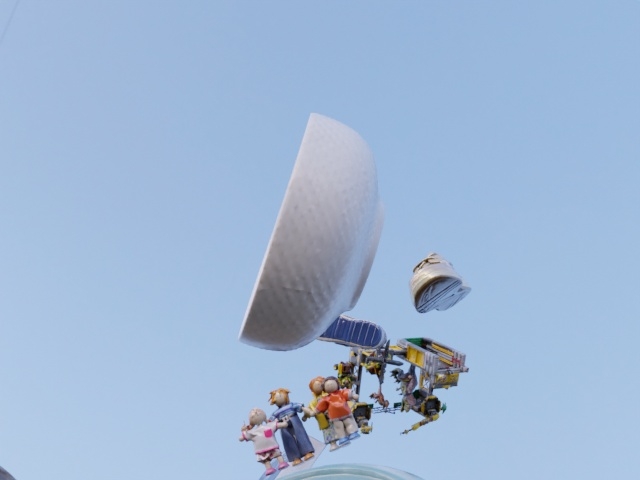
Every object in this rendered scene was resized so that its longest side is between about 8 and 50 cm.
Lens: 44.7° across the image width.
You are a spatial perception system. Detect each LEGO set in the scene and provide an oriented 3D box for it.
[{"bbox_3d":[0.214,0.362,1.910,0.331,0.192,0.255,10,-86,-30],"label":"LEGO set"}]

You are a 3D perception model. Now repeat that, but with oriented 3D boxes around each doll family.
[{"bbox_3d":[-0.037,0.375,1.627,0.263,0.163,0.118,-23,-21,3],"label":"doll family"}]

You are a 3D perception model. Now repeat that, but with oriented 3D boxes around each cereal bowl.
[{"bbox_3d":[0.000,0.000,1.086,0.141,0.339,0.339,17,-49,-4],"label":"cereal bowl"}]

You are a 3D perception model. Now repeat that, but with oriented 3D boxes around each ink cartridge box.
[{"bbox_3d":[-0.101,0.594,1.930,0.065,0.332,0.165,47,-50,1],"label":"ink cartridge box"}]

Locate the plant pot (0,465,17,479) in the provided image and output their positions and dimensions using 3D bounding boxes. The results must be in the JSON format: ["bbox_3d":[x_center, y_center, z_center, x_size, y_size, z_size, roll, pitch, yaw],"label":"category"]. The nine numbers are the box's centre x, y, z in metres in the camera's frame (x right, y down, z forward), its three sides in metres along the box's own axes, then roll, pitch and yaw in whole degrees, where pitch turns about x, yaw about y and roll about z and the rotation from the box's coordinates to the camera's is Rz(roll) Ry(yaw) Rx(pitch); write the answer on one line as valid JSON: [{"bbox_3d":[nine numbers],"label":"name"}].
[{"bbox_3d":[-0.302,0.263,0.433,0.280,0.323,0.323,-25,-57,0],"label":"plant pot"}]

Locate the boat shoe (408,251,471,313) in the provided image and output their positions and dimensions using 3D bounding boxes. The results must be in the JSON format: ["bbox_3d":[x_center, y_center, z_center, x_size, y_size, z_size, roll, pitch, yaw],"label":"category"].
[{"bbox_3d":[0.228,0.079,1.579,0.109,0.302,0.098,-39,-108,14],"label":"boat shoe"}]

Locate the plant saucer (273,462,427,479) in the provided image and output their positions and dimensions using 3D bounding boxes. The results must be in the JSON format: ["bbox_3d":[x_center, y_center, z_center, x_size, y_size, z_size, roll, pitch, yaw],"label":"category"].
[{"bbox_3d":[-0.013,0.294,0.661,0.317,0.317,0.044,-10,-67,20],"label":"plant saucer"}]

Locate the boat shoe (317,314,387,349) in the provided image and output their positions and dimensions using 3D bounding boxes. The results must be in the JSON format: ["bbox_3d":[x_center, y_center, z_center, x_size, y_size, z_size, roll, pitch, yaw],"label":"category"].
[{"bbox_3d":[0.037,0.168,1.444,0.183,0.066,0.066,17,-13,27],"label":"boat shoe"}]
